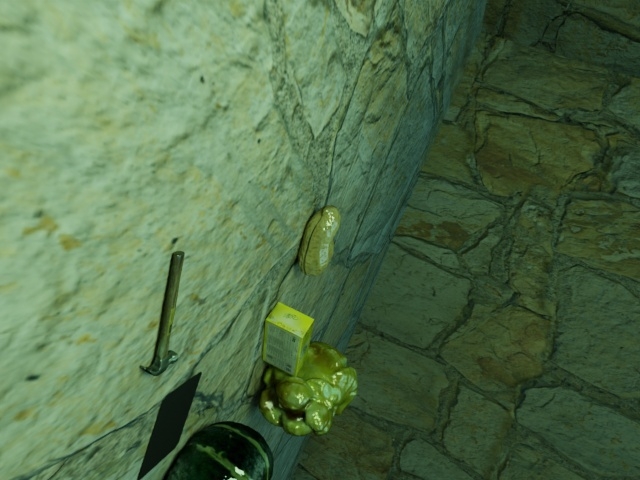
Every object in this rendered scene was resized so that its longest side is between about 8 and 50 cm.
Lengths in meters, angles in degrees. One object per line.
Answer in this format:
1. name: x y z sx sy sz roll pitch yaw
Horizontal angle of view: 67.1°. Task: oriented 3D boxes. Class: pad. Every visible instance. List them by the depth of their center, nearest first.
1. pad: -0.242 0.297 0.781 0.157 0.003 0.112 -70 166 12

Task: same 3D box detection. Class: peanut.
1. peanut: 0.000 0.000 1.070 0.080 0.080 0.174 -40 151 -63

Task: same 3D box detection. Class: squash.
1. squash: -0.195 0.469 0.908 0.252 0.165 0.252 -58 167 -22

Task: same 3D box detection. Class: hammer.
1. hammer: -0.193 0.096 0.606 0.062 0.017 0.182 -41 150 -63

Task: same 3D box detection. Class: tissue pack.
1. tissue pack: -0.077 0.232 1.120 0.062 0.095 0.176 -53 161 -42

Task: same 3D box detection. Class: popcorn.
1. popcorn: -0.043 0.396 1.264 0.276 0.226 0.276 -48 163 -20
